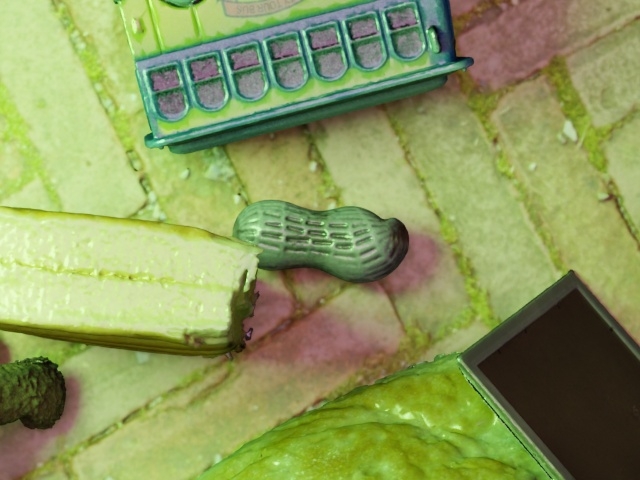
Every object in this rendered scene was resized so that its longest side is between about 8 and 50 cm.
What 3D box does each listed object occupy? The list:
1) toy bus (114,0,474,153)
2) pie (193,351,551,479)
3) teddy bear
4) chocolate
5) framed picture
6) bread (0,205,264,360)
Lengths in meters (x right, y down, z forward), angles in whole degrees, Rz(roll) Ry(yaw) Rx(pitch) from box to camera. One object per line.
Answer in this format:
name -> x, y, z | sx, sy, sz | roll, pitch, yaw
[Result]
toy bus -> -0.032, -0.203, 1.664 | 0.312, 0.152, 0.190 | -15, 97, -4
pie -> 0.050, 0.288, 1.538 | 0.395, 0.180, 0.418 | -13, 47, 1
teddy bear -> -0.347, 0.147, 1.583 | 0.182, 0.129, 0.251 | 38, 54, 11
chocolate -> 0.000, 0.000, 1.684 | 0.167, 0.072, 0.072 | 7, 79, -1
framed picture -> 0.245, 0.151, 1.582 | 0.231, 0.293, 0.018 | 49, 120, 8
bread -> -0.172, 0.041, 1.592 | 0.246, 0.239, 0.111 | 8, 85, 2
